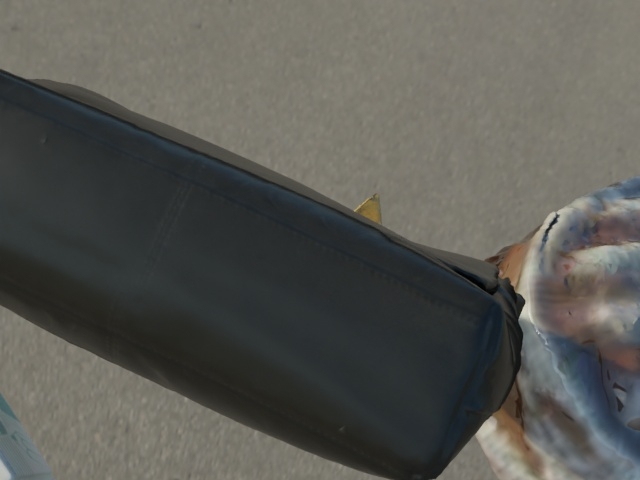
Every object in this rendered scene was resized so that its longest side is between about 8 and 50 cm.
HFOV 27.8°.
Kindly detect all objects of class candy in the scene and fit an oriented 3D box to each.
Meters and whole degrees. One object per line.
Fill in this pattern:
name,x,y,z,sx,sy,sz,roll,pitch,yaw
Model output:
candy,0.210,0.073,0.761,0.290,0.157,0.214,4,63,-30

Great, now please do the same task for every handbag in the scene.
handbag,-0.041,0.006,0.511,0.247,0.080,0.223,24,4,8

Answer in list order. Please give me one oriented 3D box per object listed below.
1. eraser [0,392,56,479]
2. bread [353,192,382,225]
eraser,-0.280,0.128,0.990,0.052,0.095,0.225,-35,81,1
bread,0.000,0.000,1.319,0.109,0.084,0.080,1,70,-24
